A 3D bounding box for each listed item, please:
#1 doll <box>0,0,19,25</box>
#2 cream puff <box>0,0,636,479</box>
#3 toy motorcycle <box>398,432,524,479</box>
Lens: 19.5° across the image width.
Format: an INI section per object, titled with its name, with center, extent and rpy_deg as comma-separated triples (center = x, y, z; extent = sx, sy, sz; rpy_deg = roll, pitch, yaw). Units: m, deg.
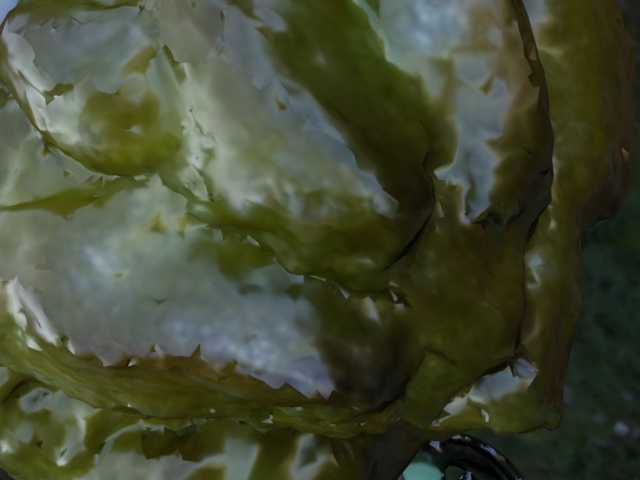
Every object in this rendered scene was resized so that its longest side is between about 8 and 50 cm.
[doll]
center = 0.002, -0.132, 0.944
extent = 0.366, 0.187, 0.376
rpy_deg = -63, -18, -15
[cream puff]
center = -0.010, -0.012, 0.593
extent = 0.196, 0.244, 0.244
rpy_deg = 6, 62, 23
[toy motorcycle]
center = -0.006, 0.245, 0.857
extent = 0.125, 0.196, 0.331
rpy_deg = -149, 65, -77
